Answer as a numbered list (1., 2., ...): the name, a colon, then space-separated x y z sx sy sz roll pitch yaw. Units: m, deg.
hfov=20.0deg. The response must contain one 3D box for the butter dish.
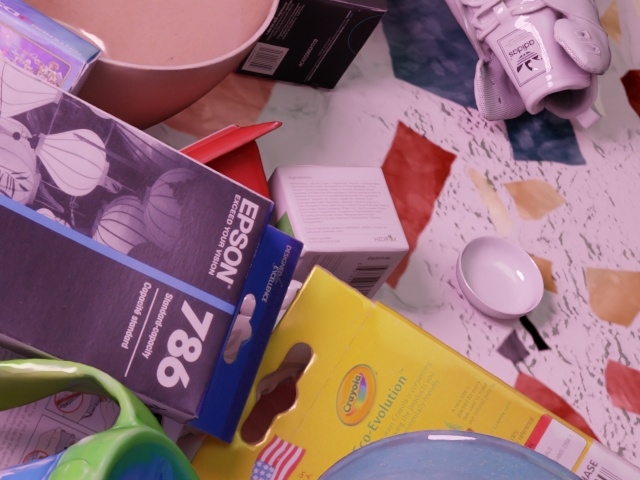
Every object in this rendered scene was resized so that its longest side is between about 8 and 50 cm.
1. butter dish: -0.105 -0.009 1.436 0.160 0.160 0.118 -30 96 -41

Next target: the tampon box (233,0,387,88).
1. tampon box: -0.021 -0.241 1.656 0.101 0.120 0.161 8 53 -24

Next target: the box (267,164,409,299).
1. box: 0.000 0.000 1.497 0.102 0.101 0.087 0 56 -28

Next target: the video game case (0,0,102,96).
1. video game case: -0.333 -0.102 1.304 0.269 0.244 0.061 32 18 -4

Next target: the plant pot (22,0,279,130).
1. plant pot: -0.199 -0.189 1.471 0.284 0.191 0.284 16 49 -19

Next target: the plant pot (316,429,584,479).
1. plant pot: 0.063 0.298 1.144 0.271 0.271 0.255 37 29 2

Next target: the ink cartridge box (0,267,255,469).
1. ink cartridge box: -0.203 0.086 1.259 0.239 0.060 0.275 30 81 -32

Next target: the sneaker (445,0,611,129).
1. sneaker: 0.163 -0.244 1.680 0.366 0.137 0.210 30 42 -49

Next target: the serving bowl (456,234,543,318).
1. serving bowl: 0.154 0.037 1.602 0.083 0.027 0.083 15 50 -19

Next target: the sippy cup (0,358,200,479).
1. sippy cup: -0.196 0.239 1.101 0.224 0.240 0.305 -9 27 16

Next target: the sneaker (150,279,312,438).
1. sneaker: -0.081 0.095 1.394 0.292 0.110 0.118 -1 71 -27

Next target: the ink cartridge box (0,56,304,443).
1. ink cartridge box: -0.146 0.008 1.207 0.333 0.065 0.165 27 75 -33

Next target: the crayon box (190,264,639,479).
1. crayon box: 0.075 0.185 1.352 0.318 0.081 0.202 34 78 -2
